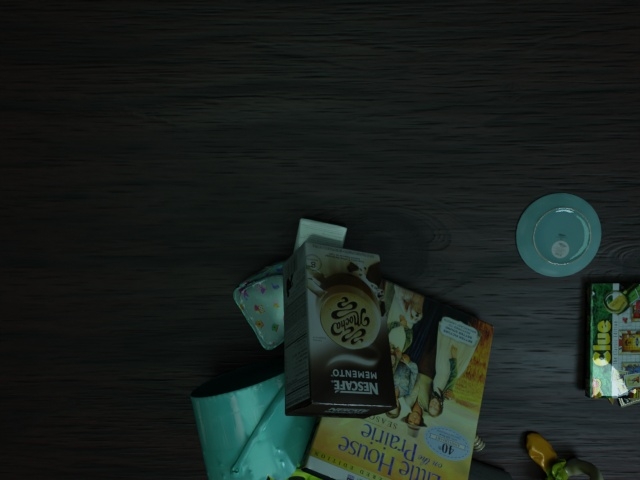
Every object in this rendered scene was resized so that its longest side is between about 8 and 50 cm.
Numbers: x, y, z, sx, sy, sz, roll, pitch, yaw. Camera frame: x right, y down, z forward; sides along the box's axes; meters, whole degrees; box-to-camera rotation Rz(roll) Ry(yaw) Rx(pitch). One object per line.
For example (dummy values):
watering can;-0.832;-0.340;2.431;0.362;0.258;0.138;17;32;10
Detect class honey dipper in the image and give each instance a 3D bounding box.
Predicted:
honey dipper;0.314;0.411;1.221;0.030;0.030;0.160;-40;93;5

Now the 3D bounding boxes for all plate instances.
plate;0.526;-0.010;1.173;0.188;0.024;0.188;0;96;0

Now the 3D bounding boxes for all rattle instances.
rattle;0.545;0.507;1.142;0.130;0.199;0.142;-17;96;3

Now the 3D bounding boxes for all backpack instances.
backpack;-0.073;0.124;1.140;0.188;0.144;0.165;-30;90;-4

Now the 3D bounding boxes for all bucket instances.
bucket;-0.127;0.365;1.106;0.281;0.281;0.183;-16;90;3

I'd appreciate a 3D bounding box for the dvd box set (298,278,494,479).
dvd box set;0.169;0.305;1.075;0.308;0.062;0.420;23;59;-1

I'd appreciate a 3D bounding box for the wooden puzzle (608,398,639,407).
wooden puzzle;0.706;0.340;1.215;0.116;0.014;0.078;-26;96;3

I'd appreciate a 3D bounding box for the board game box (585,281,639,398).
board game box;0.661;0.221;1.188;0.136;0.030;0.259;-2;93;3

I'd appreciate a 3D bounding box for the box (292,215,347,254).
box;0.000;0.000;1.142;0.102;0.101;0.087;11;97;1

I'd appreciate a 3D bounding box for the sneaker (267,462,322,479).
sneaker;0.003;0.487;1.200;0.296;0.123;0.109;-26;114;21

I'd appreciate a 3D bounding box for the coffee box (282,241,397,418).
coffee box;0.028;0.168;0.992;0.168;0.119;0.297;10;59;-24

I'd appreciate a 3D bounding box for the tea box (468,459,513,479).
tea box;0.230;0.641;1.151;0.329;0.220;0.323;19;98;-2
